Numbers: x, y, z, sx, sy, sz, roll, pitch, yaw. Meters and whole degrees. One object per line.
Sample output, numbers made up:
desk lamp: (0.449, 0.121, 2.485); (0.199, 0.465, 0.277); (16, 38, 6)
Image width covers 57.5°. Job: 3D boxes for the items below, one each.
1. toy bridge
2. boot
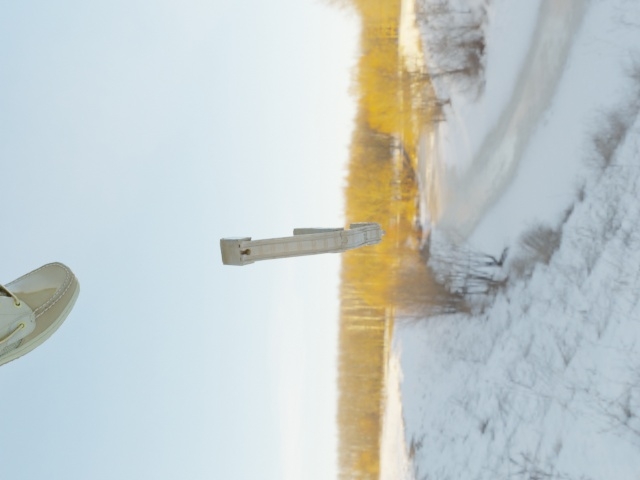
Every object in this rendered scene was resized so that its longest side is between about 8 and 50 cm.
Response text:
toy bridge: (0.000, 0.000, 0.555); (0.188, 0.063, 0.026); (-8, -84, -43)
boot: (-0.414, 0.056, 0.689); (0.262, 0.095, 0.204); (-43, -34, -42)
